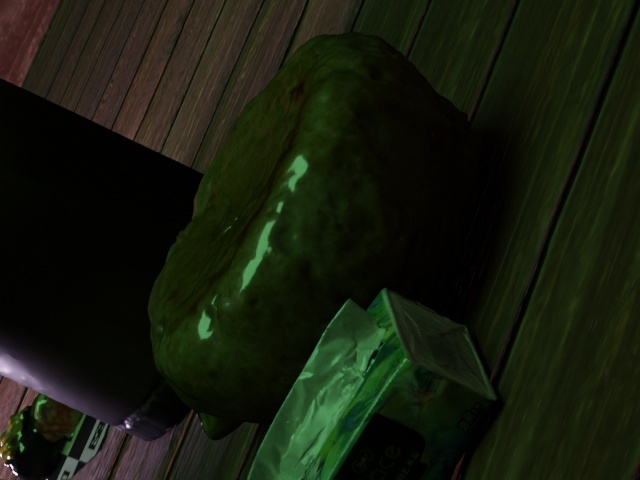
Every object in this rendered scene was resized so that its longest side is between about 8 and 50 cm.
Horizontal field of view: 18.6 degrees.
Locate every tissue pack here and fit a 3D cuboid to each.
[{"bbox_3d":[0.020,0.088,0.932,0.111,0.079,0.085,-59,17,16],"label":"tissue pack"}]

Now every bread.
[{"bbox_3d":[0.000,0.000,1.058,0.230,0.123,0.230,-56,15,23],"label":"bread"}]

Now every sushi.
[{"bbox_3d":[-0.224,0.097,1.748,0.264,0.050,0.290,-43,26,52],"label":"sushi"}]

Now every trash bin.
[{"bbox_3d":[-0.219,-0.004,1.426,0.203,0.302,0.252,-58,18,23],"label":"trash bin"}]

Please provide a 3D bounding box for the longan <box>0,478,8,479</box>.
[{"bbox_3d":[-0.235,0.264,1.233,0.248,0.248,0.248,-55,18,28],"label":"longan"}]

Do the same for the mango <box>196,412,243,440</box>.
[{"bbox_3d":[-0.044,0.032,1.211,0.101,0.066,0.187,65,-145,-60],"label":"mango"}]
